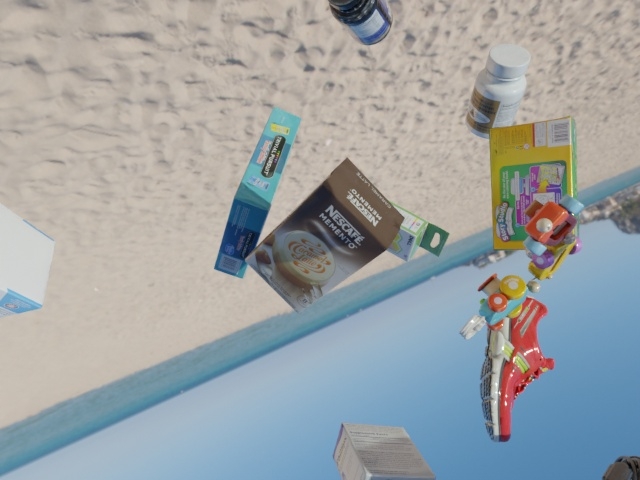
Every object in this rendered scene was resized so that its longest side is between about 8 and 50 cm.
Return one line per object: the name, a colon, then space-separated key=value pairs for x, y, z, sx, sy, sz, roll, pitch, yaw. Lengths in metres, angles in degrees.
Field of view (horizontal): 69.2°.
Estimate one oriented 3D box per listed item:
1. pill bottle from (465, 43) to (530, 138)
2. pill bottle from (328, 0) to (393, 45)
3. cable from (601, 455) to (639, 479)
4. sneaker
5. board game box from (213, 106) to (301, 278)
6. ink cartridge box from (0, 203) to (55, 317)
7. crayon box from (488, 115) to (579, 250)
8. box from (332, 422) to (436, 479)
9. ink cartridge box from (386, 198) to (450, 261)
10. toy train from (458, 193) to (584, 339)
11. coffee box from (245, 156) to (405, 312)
pill bottle: x=0.481 y=-0.402 z=1.258 sx=0.131 sy=0.131 sz=0.229 roll=-22 pitch=147 yaw=-12
pill bottle: x=0.094 y=-0.577 z=1.141 sx=0.122 sy=0.123 sz=0.219 roll=-29 pitch=170 yaw=21
cable: x=0.457 y=0.412 z=0.725 sx=0.047 sy=0.151 sz=0.184 roll=22 pitch=-161 yaw=39
sneaker: x=0.367 y=0.236 z=0.857 sx=0.118 sy=0.279 sz=0.107 roll=11 pitch=169 yaw=12
board game box: x=-0.147 y=-0.116 z=1.108 sx=0.079 sy=0.336 sz=0.254 roll=20 pitch=138 yaw=-8
ink cartridge box: x=-0.380 y=0.032 z=0.488 sx=0.143 sy=0.090 sz=0.092 roll=-14 pitch=149 yaw=7
crayon box: x=0.469 y=-0.117 z=1.020 sx=0.165 sy=0.278 sz=0.081 roll=-1 pitch=-176 yaw=36
box: x=0.103 y=0.384 z=0.791 sx=0.126 sy=0.072 sz=0.137 roll=11 pitch=-169 yaw=-16
ink cartridge box: x=0.190 y=-0.019 z=1.108 sx=0.062 sy=0.209 sz=0.109 roll=-49 pitch=160 yaw=-30
toy train: x=0.194 y=0.023 z=0.460 sx=0.125 sy=0.046 sz=0.166 roll=5 pitch=125 yaw=-44
coffee box: x=0.000 y=0.000 z=0.777 sx=0.246 sy=0.141 sz=0.098 roll=-42 pitch=-174 yaw=42
